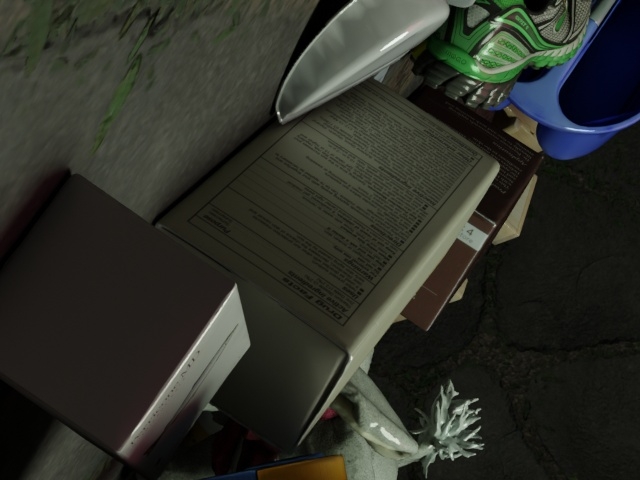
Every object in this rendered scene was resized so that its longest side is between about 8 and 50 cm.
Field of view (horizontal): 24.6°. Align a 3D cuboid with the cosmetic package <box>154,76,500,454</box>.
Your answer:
[{"bbox_3d":[0.000,0.000,1.086,0.309,0.160,0.113,-46,167,-52],"label":"cosmetic package"}]

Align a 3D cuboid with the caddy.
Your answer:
[{"bbox_3d":[0.332,-0.267,1.816,0.341,0.241,0.179,-55,177,-20],"label":"caddy"}]

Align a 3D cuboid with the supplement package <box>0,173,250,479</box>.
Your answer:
[{"bbox_3d":[-0.111,0.055,0.796,0.105,0.105,0.179,-55,172,-11],"label":"supplement package"}]

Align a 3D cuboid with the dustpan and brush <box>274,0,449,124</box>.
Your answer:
[{"bbox_3d":[0.051,-0.169,1.024,0.147,0.060,0.211,-32,180,-34],"label":"dustpan and brush"}]

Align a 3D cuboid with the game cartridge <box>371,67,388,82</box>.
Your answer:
[{"bbox_3d":[0.034,-0.126,1.331,0.056,0.017,0.083,-54,173,-51],"label":"game cartridge"}]

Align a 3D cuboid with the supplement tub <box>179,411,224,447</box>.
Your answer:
[{"bbox_3d":[-0.100,0.263,1.622,0.200,0.144,0.144,-57,173,5],"label":"supplement tub"}]

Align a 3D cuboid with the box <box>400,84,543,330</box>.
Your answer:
[{"bbox_3d":[0.122,-0.042,1.671,0.167,0.168,0.203,-61,172,34],"label":"box"}]

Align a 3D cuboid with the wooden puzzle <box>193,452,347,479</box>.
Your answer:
[{"bbox_3d":[-0.084,0.180,0.897,0.322,0.347,0.081,59,25,-82],"label":"wooden puzzle"}]

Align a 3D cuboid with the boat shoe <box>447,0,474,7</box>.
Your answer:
[{"bbox_3d":[0.115,-0.245,1.041,0.088,0.096,0.267,-60,174,-8],"label":"boat shoe"}]

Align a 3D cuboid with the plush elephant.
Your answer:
[{"bbox_3d":[-0.030,0.147,1.296,0.330,0.255,0.272,-25,-145,-3],"label":"plush elephant"}]

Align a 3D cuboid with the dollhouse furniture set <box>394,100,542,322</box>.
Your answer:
[{"bbox_3d":[0.101,-0.062,1.981,0.355,0.174,0.303,-21,-144,47],"label":"dollhouse furniture set"}]

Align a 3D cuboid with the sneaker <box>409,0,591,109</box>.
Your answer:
[{"bbox_3d":[0.222,-0.257,1.541,0.343,0.134,0.146,-46,166,-54],"label":"sneaker"}]
